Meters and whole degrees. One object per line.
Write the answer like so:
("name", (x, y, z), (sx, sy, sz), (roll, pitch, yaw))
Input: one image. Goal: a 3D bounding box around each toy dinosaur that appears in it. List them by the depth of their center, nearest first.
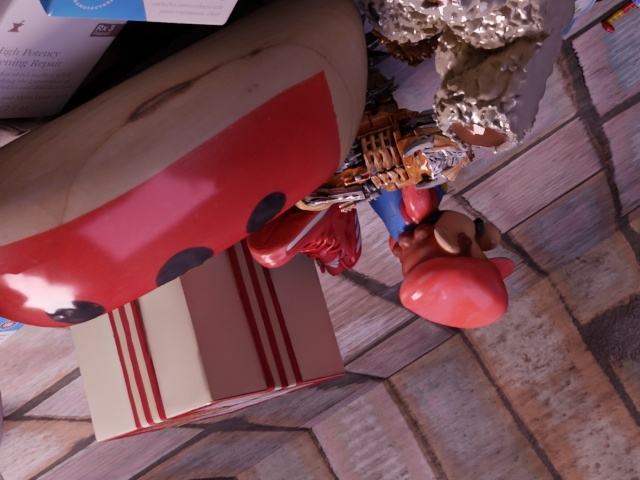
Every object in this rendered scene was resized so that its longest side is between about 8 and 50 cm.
("toy dinosaur", (0.008, -0.106, 1.196), (0.218, 0.322, 0.164), (-59, 154, -44))

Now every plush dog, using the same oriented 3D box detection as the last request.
("plush dog", (0.106, -0.237, 1.028), (0.210, 0.225, 0.262), (-52, 143, -18))

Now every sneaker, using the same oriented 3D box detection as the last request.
("sneaker", (0.000, 0.000, 1.302), (0.087, 0.128, 0.221), (-6, -153, 30))

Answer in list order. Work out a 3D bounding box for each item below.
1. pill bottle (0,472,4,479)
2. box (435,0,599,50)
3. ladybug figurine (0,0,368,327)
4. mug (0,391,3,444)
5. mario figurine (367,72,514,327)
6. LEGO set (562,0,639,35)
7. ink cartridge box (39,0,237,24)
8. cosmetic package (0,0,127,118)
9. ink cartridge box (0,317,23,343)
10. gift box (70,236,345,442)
("pill bottle", (-0.624, 0.414, 1.611), (0.361, 0.204, 0.204), (-15, 156, -40))
("box", (0.252, -0.335, 1.214), (0.295, 0.073, 0.293), (-21, 159, -29))
("ladybug figurine", (-0.139, -0.062, 1.018), (0.449, 0.162, 0.305), (-31, -168, -16))
("mug", (-0.429, 0.177, 1.016), (0.374, 0.328, 0.276), (-31, 163, 20))
("mario figurine", (0.133, -0.044, 1.398), (0.170, 0.320, 0.198), (-34, 163, 13))
("LEGO set", (0.355, -0.280, 1.336), (0.244, 0.060, 0.182), (-26, 167, -17))
("ink cartridge box", (-0.078, -0.237, 0.684), (0.134, 0.078, 0.231), (-6, 145, -39))
("cosmetic package", (-0.198, -0.191, 0.855), (0.117, 0.085, 0.231), (-10, 154, -49))
("ink cartridge box", (-0.424, 0.095, 1.260), (0.203, 0.086, 0.148), (-39, 161, 22))
("gift box", (-0.127, 0.068, 1.376), (0.276, 0.258, 0.255), (-24, 167, 36))
